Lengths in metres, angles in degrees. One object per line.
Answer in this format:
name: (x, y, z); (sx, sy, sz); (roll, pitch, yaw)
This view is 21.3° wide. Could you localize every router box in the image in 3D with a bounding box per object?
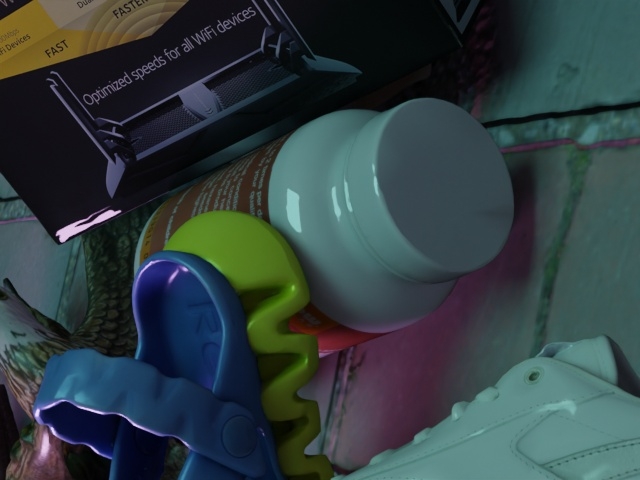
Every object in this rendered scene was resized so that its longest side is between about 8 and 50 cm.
router box: (-0.099, -0.159, 0.949); (0.309, 0.243, 0.081); (-23, 23, 32)

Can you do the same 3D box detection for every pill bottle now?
pill bottle: (0.000, 0.000, 0.923); (0.216, 0.121, 0.121); (-25, 55, 51)

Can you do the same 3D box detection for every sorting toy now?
sorting toy: (0.044, -0.096, 1.004); (0.062, 0.012, 0.083); (-26, 51, 44)

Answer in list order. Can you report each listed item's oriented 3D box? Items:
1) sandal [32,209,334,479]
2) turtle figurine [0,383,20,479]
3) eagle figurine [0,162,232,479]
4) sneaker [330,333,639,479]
sandal: (-0.051, 0.151, 0.840); (0.126, 0.138, 0.317); (-22, 88, 50)
turtle figurine: (-0.336, 0.117, 1.263); (0.274, 0.198, 0.266); (47, 142, 47)
eagle figurine: (-0.146, 0.082, 1.092); (0.226, 0.225, 0.298); (-8, 25, 14)
sneaker: (0.072, 0.122, 0.721); (0.305, 0.114, 0.152); (-5, 60, 25)
